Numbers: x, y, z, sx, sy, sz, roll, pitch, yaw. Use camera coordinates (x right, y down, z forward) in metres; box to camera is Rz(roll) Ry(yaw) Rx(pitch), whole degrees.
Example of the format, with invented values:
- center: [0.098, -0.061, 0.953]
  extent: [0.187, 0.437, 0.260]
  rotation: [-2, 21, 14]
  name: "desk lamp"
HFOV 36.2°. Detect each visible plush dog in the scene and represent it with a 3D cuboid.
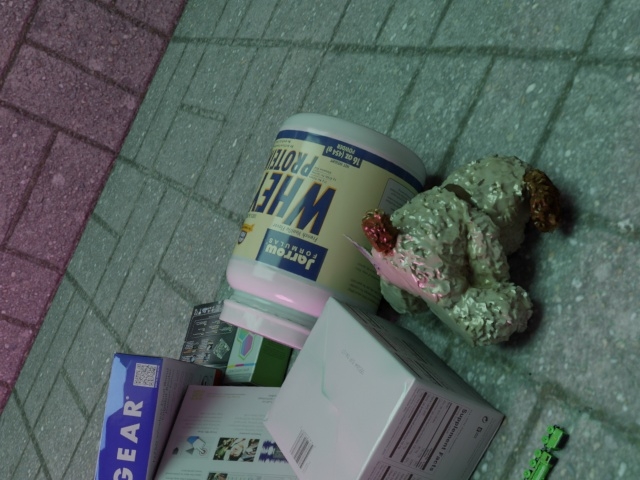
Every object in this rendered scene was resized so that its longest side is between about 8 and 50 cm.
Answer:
- center: [0.179, -0.022, 1.233]
  extent: [0.225, 0.210, 0.262]
  rotation: [-43, 25, -14]
  name: "plush dog"

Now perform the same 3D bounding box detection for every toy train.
- center: [0.242, 0.239, 1.062]
  extent: [0.023, 0.017, 0.083]
  rotation: [32, 97, 52]
  name: "toy train"

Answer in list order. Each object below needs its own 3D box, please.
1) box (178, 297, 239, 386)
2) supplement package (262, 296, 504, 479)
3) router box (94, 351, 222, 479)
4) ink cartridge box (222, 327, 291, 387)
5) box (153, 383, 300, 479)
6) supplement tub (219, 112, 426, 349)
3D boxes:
- center: [-0.187, 0.203, 1.820]
  extent: [0.231, 0.056, 0.183]
  rotation: [-16, 56, 56]
  name: "box"
- center: [0.068, 0.227, 1.241]
  extent: [0.204, 0.145, 0.262]
  rotation: [-62, 27, 7]
  name: "supplement package"
- center: [-0.255, 0.356, 1.535]
  extent: [0.301, 0.082, 0.335]
  rotation: [45, -129, -75]
  name: "router box"
- center: [-0.093, 0.154, 1.684]
  extent: [0.109, 0.062, 0.209]
  rotation: [-15, 55, 58]
  name: "ink cartridge box"
- center: [-0.124, 0.350, 1.384]
  extent: [0.232, 0.058, 0.322]
  rotation: [-1, 45, 19]
  name: "box"
- center: [0.000, 0.000, 1.450]
  extent: [0.235, 0.235, 0.325]
  rotation: [7, 74, 62]
  name: "supplement tub"
